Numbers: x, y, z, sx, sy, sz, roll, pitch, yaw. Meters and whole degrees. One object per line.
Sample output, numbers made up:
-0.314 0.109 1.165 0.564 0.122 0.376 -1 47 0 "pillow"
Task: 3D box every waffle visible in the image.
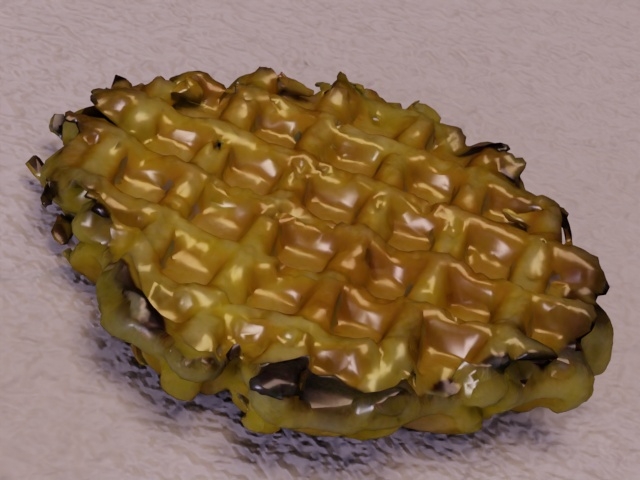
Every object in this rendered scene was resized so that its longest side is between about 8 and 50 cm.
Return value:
0.000 0.000 1.242 0.382 0.095 0.380 -2 40 -29 "waffle"
